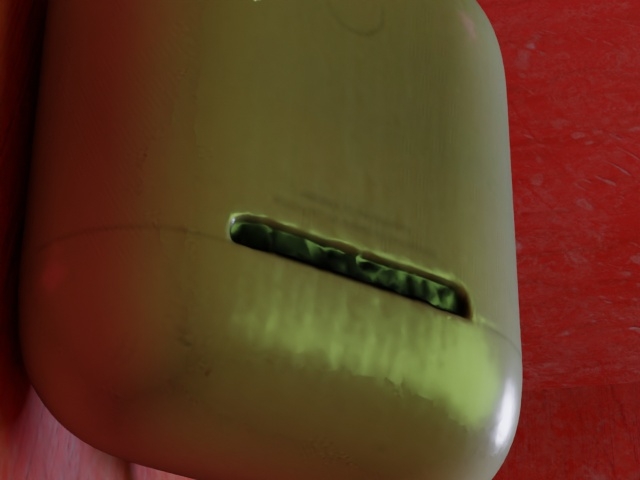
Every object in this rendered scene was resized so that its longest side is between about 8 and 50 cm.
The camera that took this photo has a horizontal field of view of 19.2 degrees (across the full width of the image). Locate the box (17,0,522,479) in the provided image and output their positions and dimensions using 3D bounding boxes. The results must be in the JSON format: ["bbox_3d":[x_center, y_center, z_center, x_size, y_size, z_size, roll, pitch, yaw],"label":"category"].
[{"bbox_3d":[-0.020,-0.029,1.034,0.141,0.288,0.349,-34,-134,46],"label":"box"}]
